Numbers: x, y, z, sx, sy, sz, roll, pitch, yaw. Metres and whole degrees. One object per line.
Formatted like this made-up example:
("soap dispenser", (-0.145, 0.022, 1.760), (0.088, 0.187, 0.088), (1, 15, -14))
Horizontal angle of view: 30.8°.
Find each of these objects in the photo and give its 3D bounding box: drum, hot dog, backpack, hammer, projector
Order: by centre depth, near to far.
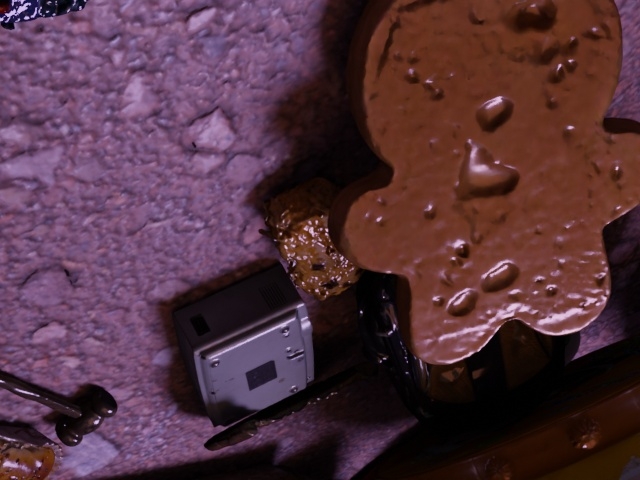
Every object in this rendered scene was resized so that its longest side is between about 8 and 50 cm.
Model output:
("hammer", (-0.274, 0.112, 0.948), (0.058, 0.029, 0.292), (-41, 144, 8))
("hot dog", (-0.309, 0.193, 0.994), (0.099, 0.053, 0.192), (-46, 146, 14))
("projector", (-0.066, 0.103, 1.073), (0.115, 0.061, 0.147), (-25, 147, -14))
("backpack", (0.140, 0.080, 1.094), (0.206, 0.133, 0.258), (-16, 121, 3))
("drum", (0.280, 0.250, 1.192), (0.431, 0.214, 0.431), (-25, 175, -2))

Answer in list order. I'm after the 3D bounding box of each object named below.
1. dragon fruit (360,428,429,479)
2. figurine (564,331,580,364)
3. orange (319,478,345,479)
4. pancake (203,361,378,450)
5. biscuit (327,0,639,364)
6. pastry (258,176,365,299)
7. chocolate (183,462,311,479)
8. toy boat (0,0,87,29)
("dragon fruit", (0.246, 0.369, 1.494), (0.302, 0.330, 0.240), (-40, 168, 8))
("figurine", (0.209, 0.048, 1.196), (0.132, 0.132, 0.154), (-20, 132, -19))
("orange", (-0.005, 0.385, 1.376), (0.237, 0.158, 0.179), (-40, 102, 6))
("pancake", (-0.027, 0.163, 1.145), (0.190, 0.020, 0.184), (-26, 174, -5))
("biscuit", (0.132, -0.068, 0.912), (0.275, 0.052, 0.355), (-16, 118, -6))
("pastry", (0.000, 0.000, 0.998), (0.080, 0.056, 0.140), (-24, 150, 8))
("chocolate", (-0.156, 0.284, 1.223), (0.329, 0.065, 0.102), (-4, 169, -36))
("toy boat", (-0.199, -0.150, 0.608), (0.223, 0.097, 0.100), (-11, 138, -30))
